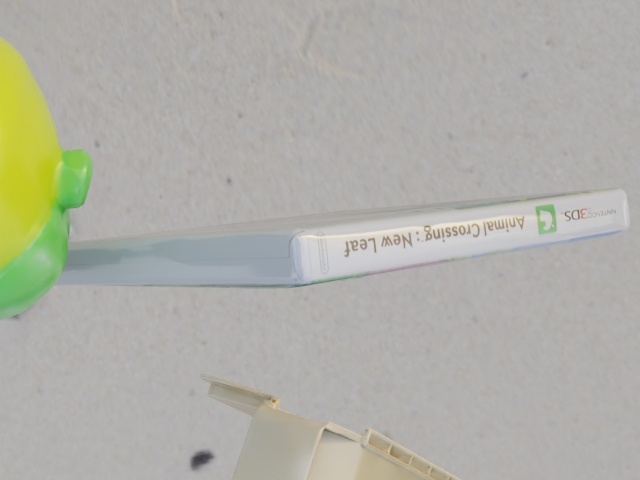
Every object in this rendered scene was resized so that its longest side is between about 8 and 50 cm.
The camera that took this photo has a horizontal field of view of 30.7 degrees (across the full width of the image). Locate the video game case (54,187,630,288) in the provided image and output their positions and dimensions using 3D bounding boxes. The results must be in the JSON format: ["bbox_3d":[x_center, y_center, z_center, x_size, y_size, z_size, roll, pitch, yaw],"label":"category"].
[{"bbox_3d":[0.000,0.000,0.544,0.193,0.212,0.023,-8,93,-39],"label":"video game case"}]

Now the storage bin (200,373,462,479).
[{"bbox_3d":[-0.023,0.251,0.758,0.260,0.123,0.262,40,66,-56],"label":"storage bin"}]

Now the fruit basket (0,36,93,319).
[{"bbox_3d":[-0.294,-0.054,0.444,0.392,0.392,0.283,31,151,-33],"label":"fruit basket"}]
